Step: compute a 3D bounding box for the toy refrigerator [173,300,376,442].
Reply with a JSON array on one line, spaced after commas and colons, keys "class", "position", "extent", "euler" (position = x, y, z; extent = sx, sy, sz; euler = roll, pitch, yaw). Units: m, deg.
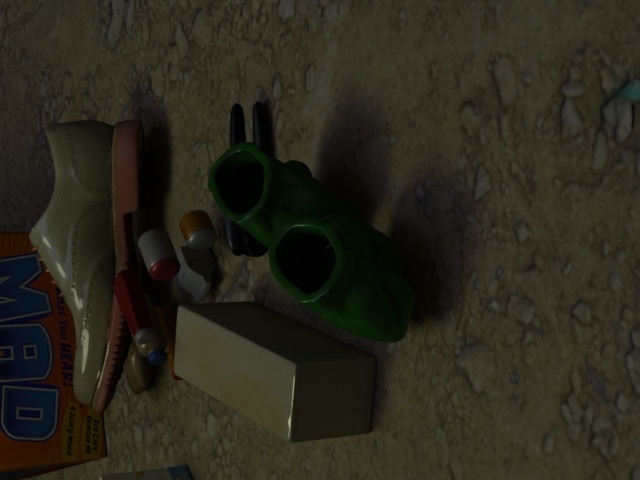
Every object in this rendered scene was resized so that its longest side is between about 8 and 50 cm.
[{"class": "toy refrigerator", "position": [-0.057, 0.143, 1.451], "extent": [0.269, 0.102, 0.094], "euler": [19, 107, 55]}]

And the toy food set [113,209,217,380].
[{"class": "toy food set", "position": [-0.188, 0.076, 1.647], "extent": [0.232, 0.111, 0.105], "euler": [-59, 45, 43]}]

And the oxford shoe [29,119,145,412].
[{"class": "oxford shoe", "position": [-0.320, 0.032, 1.783], "extent": [0.140, 0.146, 0.397], "euler": [133, 140, -84]}]

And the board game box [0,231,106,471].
[{"class": "board game box", "position": [-0.582, 0.199, 2.044], "extent": [0.356, 0.356, 0.357], "euler": [-25, 70, 55]}]

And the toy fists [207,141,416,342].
[{"class": "toy fists", "position": [0.000, 0.000, 1.326], "extent": [0.096, 0.142, 0.279], "euler": [-48, 44, 5]}]

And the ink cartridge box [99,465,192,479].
[{"class": "ink cartridge box", "position": [-0.234, 0.360, 1.697], "extent": [0.092, 0.143, 0.090], "euler": [58, 136, 40]}]

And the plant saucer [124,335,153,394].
[{"class": "plant saucer", "position": [-0.252, 0.174, 1.840], "extent": [0.083, 0.015, 0.083], "euler": [1, 91, 58]}]

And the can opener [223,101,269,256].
[{"class": "can opener", "position": [-0.081, -0.071, 1.529], "extent": [0.073, 0.059, 0.186], "euler": [116, 157, -78]}]
